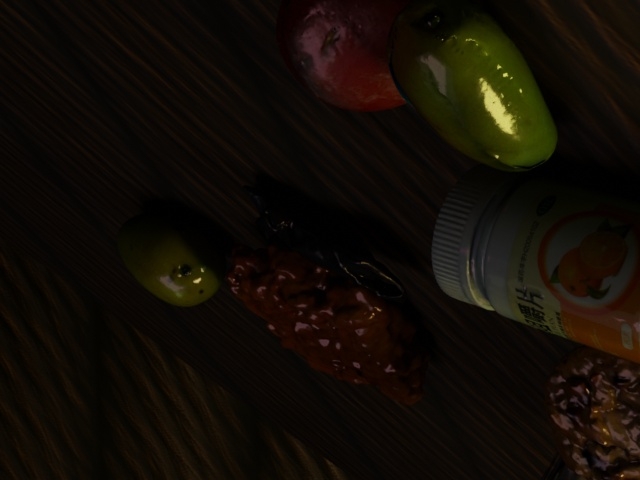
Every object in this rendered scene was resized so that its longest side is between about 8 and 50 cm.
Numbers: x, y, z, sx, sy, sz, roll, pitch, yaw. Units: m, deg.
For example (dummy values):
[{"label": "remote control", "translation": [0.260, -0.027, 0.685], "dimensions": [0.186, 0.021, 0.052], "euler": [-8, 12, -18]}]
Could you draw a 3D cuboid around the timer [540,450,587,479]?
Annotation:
[{"label": "timer", "translation": [0.356, 0.306, 1.765], "dimensions": [0.078, 0.253, 0.178], "euler": [31, 161, 9]}]

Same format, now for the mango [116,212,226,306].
[{"label": "mango", "translation": [-0.270, 0.026, 2.317], "dimensions": [0.175, 0.143, 0.293], "euler": [37, 173, -29]}]

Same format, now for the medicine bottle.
[{"label": "medicine bottle", "translation": [0.284, 0.030, 1.333], "dimensions": [0.318, 0.158, 0.158], "euler": [18, 156, 38]}]

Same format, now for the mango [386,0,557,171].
[{"label": "mango", "translation": [0.142, -0.141, 1.218], "dimensions": [0.233, 0.111, 0.125], "euler": [39, -164, -44]}]

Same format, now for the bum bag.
[{"label": "bum bag", "translation": [0.000, 0.000, 1.874], "dimensions": [0.310, 0.074, 0.137], "euler": [29, 174, 33]}]

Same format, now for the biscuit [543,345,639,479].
[{"label": "biscuit", "translation": [0.400, 0.240, 1.455], "dimensions": [0.334, 0.081, 0.289], "euler": [13, 135, 34]}]

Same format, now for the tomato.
[{"label": "tomato", "translation": [0.028, -0.188, 1.304], "dimensions": [0.173, 0.099, 0.189], "euler": [40, 160, -13]}]

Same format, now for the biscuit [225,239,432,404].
[{"label": "biscuit", "translation": [0.024, 0.131, 2.121], "dimensions": [0.312, 0.110, 0.318], "euler": [17, 156, 35]}]
